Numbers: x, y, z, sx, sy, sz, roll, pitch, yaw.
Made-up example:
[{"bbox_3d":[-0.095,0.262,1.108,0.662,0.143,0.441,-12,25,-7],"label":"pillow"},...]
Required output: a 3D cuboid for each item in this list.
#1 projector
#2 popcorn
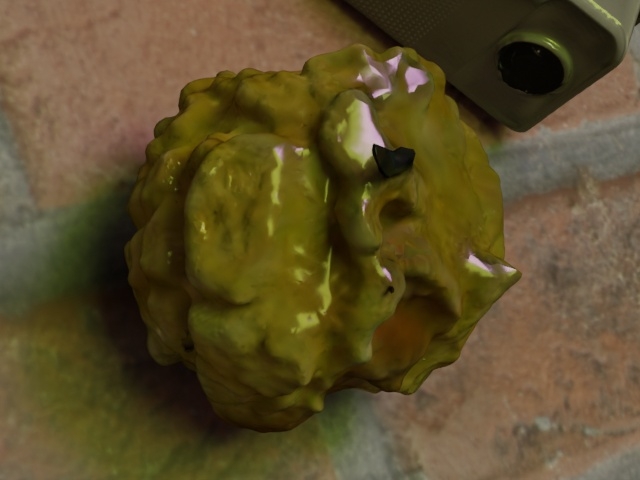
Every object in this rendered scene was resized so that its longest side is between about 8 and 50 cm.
[{"bbox_3d":[0.147,-0.216,1.233,0.242,0.163,0.177,36,52,-16],"label":"projector"},{"bbox_3d":[0.005,-0.007,0.977,0.249,0.225,0.249,22,55,-35],"label":"popcorn"}]
